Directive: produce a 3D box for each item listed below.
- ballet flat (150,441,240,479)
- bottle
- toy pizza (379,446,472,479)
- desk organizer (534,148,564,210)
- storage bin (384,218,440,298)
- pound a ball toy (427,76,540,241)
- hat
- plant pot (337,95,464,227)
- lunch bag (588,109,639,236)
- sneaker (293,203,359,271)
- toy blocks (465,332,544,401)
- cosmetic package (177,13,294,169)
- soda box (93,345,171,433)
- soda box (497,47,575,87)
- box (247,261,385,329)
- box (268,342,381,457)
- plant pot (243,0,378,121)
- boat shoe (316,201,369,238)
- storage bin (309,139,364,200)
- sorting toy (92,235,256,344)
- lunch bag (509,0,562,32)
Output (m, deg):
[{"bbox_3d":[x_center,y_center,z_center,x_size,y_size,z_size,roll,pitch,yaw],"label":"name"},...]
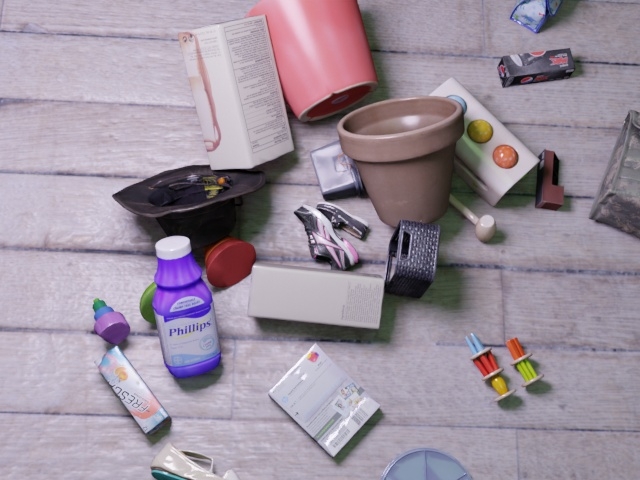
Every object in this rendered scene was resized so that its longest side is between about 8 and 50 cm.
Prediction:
[{"bbox_3d":[-0.212,0.471,1.672,0.248,0.086,0.086,26,73,5],"label":"ballet flat"},{"bbox_3d":[-0.270,0.131,1.682,0.118,0.092,0.282,-14,116,-20],"label":"bottle"},{"bbox_3d":[0.212,0.518,1.707,0.201,0.032,0.201,1,73,-5],"label":"toy pizza"},{"bbox_3d":[0.520,-0.136,1.926,0.050,0.047,0.130,9,72,-4],"label":"desk organizer"},{"bbox_3d":[0.188,0.041,1.776,0.084,0.180,0.122,9,72,-1],"label":"storage bin"},{"bbox_3d":[0.331,-0.183,1.881,0.208,0.136,0.319,-40,79,-15],"label":"pound a ball toy"},{"bbox_3d":[-0.266,-0.059,1.765,0.331,0.331,0.134,-5,110,-6],"label":"hat"},{"bbox_3d":[0.181,-0.159,1.795,0.263,0.263,0.229,-16,116,-9],"label":"plant pot"},{"bbox_3d":[0.763,-0.151,1.889,0.235,0.169,0.287,22,65,7],"label":"lunch bag"},{"bbox_3d":[0.000,0.000,1.834,0.077,0.072,0.178,-42,79,-12],"label":"sneaker"},{"bbox_3d":[0.382,0.247,1.792,0.123,0.054,0.148,-26,76,-11],"label":"toy blocks"},{"bbox_3d":[-0.175,-0.310,1.793,0.153,0.129,0.296,-28,112,-47],"label":"cosmetic package"},{"bbox_3d":[-0.377,0.303,1.716,0.058,0.063,0.183,-37,79,-14],"label":"soda box"},{"bbox_3d":[0.507,-0.407,2.006,0.169,0.053,0.060,-8,74,-7],"label":"soda box"},{"bbox_3d":[-0.009,0.113,1.771,0.275,0.094,0.113,7,94,-2],"label":"box"},{"bbox_3d":[0.007,0.328,1.749,0.186,0.038,0.145,42,74,8],"label":"box"},{"bbox_3d":[-0.006,-0.411,1.875,0.275,0.275,0.243,-23,85,-11],"label":"plant pot"},{"bbox_3d":[0.044,-0.044,1.865,0.125,0.046,0.038,27,68,-4],"label":"boat shoe"},{"bbox_3d":[0.034,-0.155,1.878,0.091,0.098,0.135,-18,75,1],"label":"storage bin"},{"bbox_3d":[-0.319,0.076,1.784,0.366,0.127,0.126,-30,54,-14],"label":"sorting toy"},{"bbox_3d":[0.530,-0.588,2.012,0.096,0.151,0.128,29,72,6],"label":"lunch bag"}]
